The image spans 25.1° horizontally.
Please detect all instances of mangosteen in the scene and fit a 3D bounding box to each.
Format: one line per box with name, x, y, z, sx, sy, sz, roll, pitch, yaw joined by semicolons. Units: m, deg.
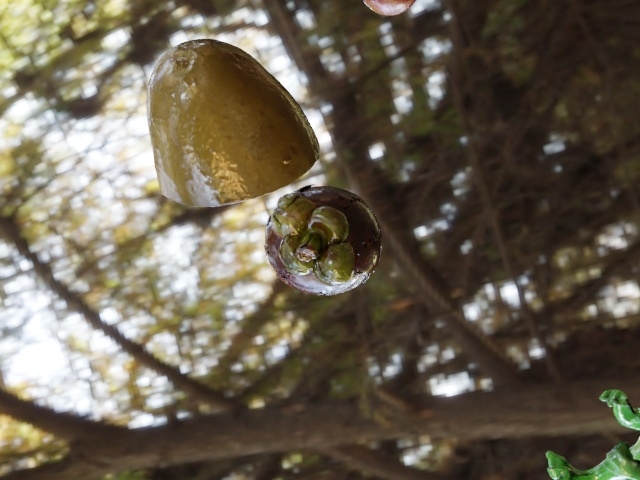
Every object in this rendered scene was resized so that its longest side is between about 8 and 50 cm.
mangosteen;0.000;0.000;1.987;0.180;0.166;0.166;-7;-99;-80

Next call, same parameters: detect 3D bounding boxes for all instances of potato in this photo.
potato;-0.111;-0.141;1.544;0.203;0.178;0.158;-125;13;-58

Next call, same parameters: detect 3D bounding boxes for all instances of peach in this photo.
peach;0.106;-0.358;2.025;0.061;0.098;0.098;38;-148;25

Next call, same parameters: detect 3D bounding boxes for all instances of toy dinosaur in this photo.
toy dinosaur;0.478;0.268;1.670;0.500;0.374;0.144;21;-136;-39
